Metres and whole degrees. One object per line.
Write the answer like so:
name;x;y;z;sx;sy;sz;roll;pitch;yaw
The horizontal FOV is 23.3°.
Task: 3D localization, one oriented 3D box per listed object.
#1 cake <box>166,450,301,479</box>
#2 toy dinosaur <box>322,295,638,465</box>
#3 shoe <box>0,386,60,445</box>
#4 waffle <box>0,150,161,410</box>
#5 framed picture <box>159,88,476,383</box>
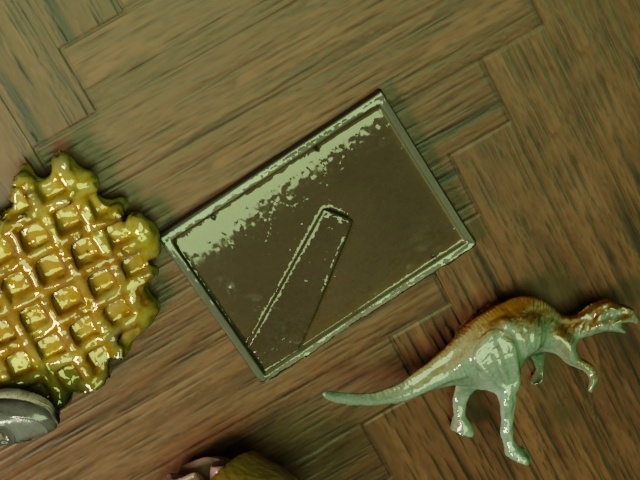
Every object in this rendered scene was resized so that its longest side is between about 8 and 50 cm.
cake;-0.124;0.340;1.835;0.178;0.208;0.185;19;146;18
toy dinosaur;0.190;0.166;1.880;0.392;0.092;0.206;1;106;-9
shoe;-0.389;0.218;1.762;0.194;0.077;0.074;-2;139;16
waffle;-0.331;0.052;1.770;0.281;0.058;0.301;38;96;-20
framed picture;0.000;0.000;1.832;0.315;0.024;0.232;-33;109;0
